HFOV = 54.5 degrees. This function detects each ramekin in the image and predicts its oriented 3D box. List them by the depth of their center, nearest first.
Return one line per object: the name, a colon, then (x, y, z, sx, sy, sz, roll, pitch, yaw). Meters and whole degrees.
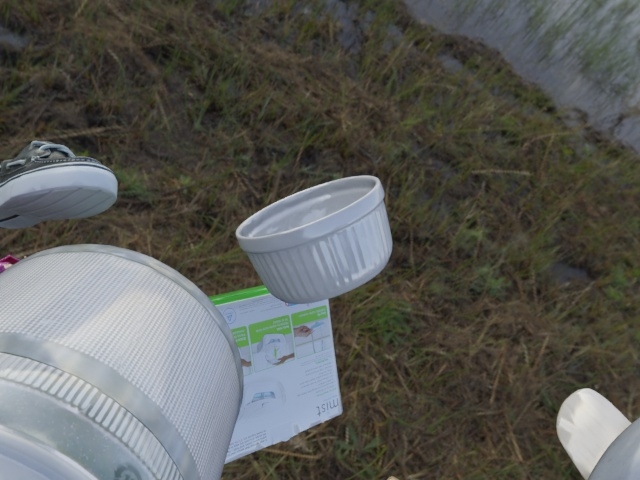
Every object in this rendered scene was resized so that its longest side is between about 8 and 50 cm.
ramekin: (0.000, 0.000, 0.846, 0.207, 0.207, 0.109, -39, 114, -46)

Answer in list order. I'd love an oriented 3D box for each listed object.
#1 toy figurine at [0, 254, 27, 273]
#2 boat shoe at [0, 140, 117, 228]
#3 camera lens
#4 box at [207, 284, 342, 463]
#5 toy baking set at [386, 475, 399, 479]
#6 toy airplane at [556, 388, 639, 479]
toy figurine: (-0.367, 0.065, 0.791, 0.159, 0.173, 0.130, 15, 64, 12)
boat shoe: (-0.428, -0.097, 0.948, 0.121, 0.335, 0.119, 22, 68, -50)
camera lens: (-0.173, 0.139, 0.394, 0.219, 0.219, 0.274, 31, 18, -8)
box: (-0.106, 0.196, 0.982, 0.262, 0.127, 0.231, -10, 95, -42)
toy baking set: (0.093, 0.330, 0.568, 0.197, 0.030, 0.256, -12, 31, -19)
toy airplane: (0.368, 0.307, 0.470, 0.386, 0.272, 0.384, 9, 51, 20)
